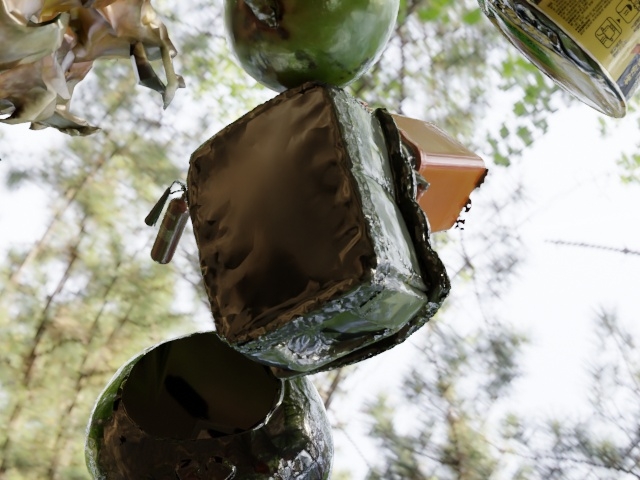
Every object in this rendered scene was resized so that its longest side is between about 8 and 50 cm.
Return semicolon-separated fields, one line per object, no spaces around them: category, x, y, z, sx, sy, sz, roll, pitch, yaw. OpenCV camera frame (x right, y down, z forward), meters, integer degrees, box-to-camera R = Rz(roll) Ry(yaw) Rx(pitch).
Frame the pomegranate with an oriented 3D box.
pomegranate;-0.008;-0.207;1.139;0.156;0.156;0.220;-32;-165;13

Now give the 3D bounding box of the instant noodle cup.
instant noodle cup;0.204;-0.179;0.961;0.122;0.151;0.151;-46;-124;2

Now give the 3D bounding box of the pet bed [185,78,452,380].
pet bed;0.000;0.000;1.112;0.183;0.159;0.211;-29;-120;23

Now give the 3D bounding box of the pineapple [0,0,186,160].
pineapple;-0.231;-0.160;0.500;0.352;0.352;0.300;29;-139;34

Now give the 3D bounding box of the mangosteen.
mangosteen;-0.118;0.211;1.440;0.287;0.233;0.287;-5;-137;5

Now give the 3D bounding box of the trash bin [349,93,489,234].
trash bin;0.095;-0.072;1.605;0.184;0.238;0.161;40;-66;30

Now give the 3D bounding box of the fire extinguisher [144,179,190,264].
fire extinguisher;-0.151;-0.027;1.315;0.100;0.032;0.046;-65;-147;31
